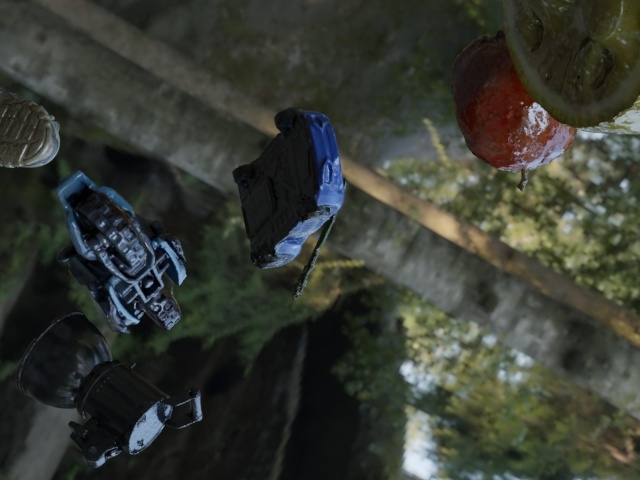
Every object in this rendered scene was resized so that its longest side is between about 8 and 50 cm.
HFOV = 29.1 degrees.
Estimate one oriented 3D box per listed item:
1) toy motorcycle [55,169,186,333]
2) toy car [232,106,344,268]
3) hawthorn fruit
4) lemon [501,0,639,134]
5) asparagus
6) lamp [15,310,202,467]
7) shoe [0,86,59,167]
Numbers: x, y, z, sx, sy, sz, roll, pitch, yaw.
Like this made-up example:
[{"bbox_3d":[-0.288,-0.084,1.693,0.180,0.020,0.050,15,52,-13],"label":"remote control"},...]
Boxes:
[{"bbox_3d":[-0.339,0.013,1.973,0.172,0.232,0.416,-44,162,-11],"label":"toy motorcycle"},{"bbox_3d":[-0.022,-0.047,1.121,0.216,0.063,0.103,138,-57,-60],"label":"toy car"},{"bbox_3d":[0.303,-0.196,1.880,0.205,0.253,0.205,-14,-161,5],"label":"hawthorn fruit"},{"bbox_3d":[0.435,-0.308,1.581,0.364,0.364,0.364,-55,-166,22],"label":"lemon"},{"bbox_3d":[0.000,0.000,1.486,0.016,0.013,0.166,36,-70,40],"label":"asparagus"},{"bbox_3d":[-0.308,0.227,1.760,0.172,0.227,0.147,-44,157,-29],"label":"lamp"},{"bbox_3d":[-0.374,-0.133,1.528,0.180,0.092,0.089,32,-90,34],"label":"shoe"}]
